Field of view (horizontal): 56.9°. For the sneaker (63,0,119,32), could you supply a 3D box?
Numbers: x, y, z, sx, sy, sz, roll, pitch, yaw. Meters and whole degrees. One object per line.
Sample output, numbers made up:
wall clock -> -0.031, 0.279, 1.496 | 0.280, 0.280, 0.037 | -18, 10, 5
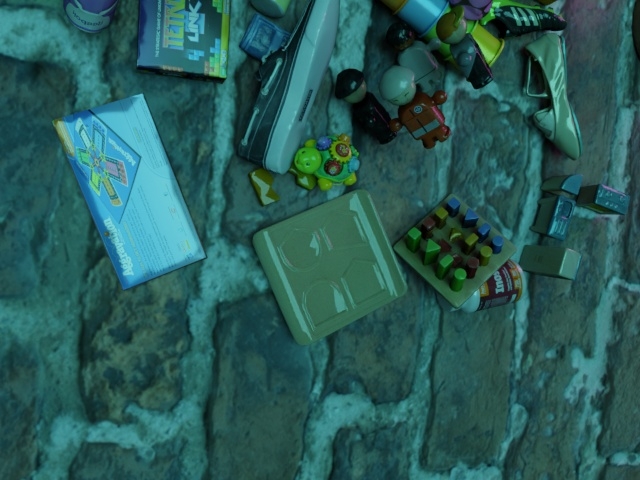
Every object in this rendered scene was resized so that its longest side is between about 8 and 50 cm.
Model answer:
sneaker -> -0.330, -0.431, 0.874 | 0.102, 0.161, 0.282 | 16, 55, -24

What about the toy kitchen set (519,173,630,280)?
toy kitchen set -> 0.515, -0.015, 1.152 | 0.166, 0.122, 0.207 | 18, 88, -18

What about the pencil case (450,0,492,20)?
pencil case -> 0.282, -0.462, 0.945 | 0.098, 0.209, 0.095 | -32, 79, -25

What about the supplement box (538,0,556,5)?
supplement box -> 0.347, -0.600, 1.030 | 0.356, 0.194, 0.196 | 19, 87, -18

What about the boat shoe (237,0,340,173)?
boat shoe -> -0.056, -0.263, 0.952 | 0.102, 0.108, 0.302 | 22, 104, 11

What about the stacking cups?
stacking cups -> 0.177, -0.413, 1.051 | 0.316, 0.096, 0.096 | 34, 83, -11

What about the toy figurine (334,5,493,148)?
toy figurine -> 0.151, -0.270, 0.975 | 0.210, 0.213, 0.148 | -50, 119, -8

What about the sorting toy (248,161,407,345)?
sorting toy -> 0.000, 0.000, 1.037 | 0.228, 0.041, 0.308 | -24, 93, -18

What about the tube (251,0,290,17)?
tube -> -0.047, -0.493, 0.983 | 0.070, 0.062, 0.240 | 35, 74, -57

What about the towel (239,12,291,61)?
towel -> -0.072, -0.324, 0.997 | 0.119, 0.029, 0.067 | 27, 86, -17

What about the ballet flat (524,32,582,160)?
ballet flat -> 0.444, -0.272, 1.147 | 0.086, 0.086, 0.249 | -14, 96, -16

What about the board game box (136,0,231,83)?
board game box -> -0.217, -0.348, 0.940 | 0.140, 0.048, 0.171 | 2, 92, -19

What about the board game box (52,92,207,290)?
board game box -> -0.298, -0.076, 0.940 | 0.145, 0.027, 0.282 | -22, 99, -17

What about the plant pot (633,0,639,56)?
plant pot -> 0.806, -0.452, 1.167 | 0.262, 0.229, 0.263 | -1, 93, -16

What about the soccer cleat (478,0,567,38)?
soccer cleat -> 0.383, -0.417, 1.127 | 0.178, 0.060, 0.073 | 11, 99, -12

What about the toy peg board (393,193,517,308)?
toy peg board -> 0.241, 0.004, 1.048 | 0.160, 0.079, 0.161 | -41, 70, -11

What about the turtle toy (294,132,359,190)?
turtle toy -> 0.012, -0.138, 0.995 | 0.130, 0.066, 0.095 | -16, 79, -28

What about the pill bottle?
pill bottle -> 0.299, 0.088, 1.107 | 0.151, 0.086, 0.086 | -11, 96, -17
